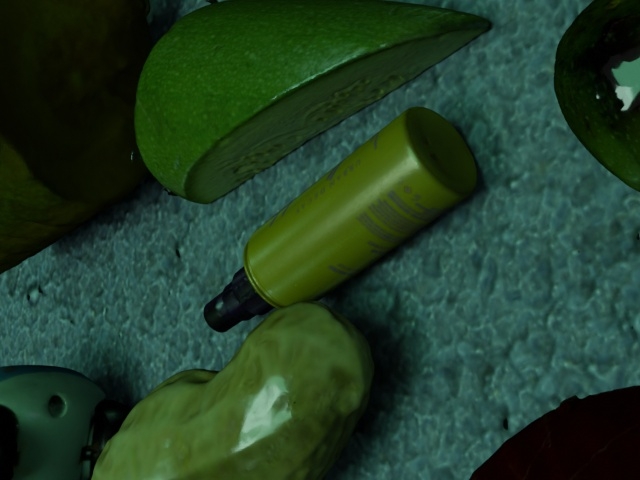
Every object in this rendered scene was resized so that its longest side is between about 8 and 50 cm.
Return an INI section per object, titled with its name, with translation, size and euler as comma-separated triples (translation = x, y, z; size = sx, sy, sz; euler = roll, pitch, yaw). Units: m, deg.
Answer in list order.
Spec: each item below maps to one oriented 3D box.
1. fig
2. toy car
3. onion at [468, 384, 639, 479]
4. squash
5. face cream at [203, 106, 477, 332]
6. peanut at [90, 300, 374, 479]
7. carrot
[fig]
translation = 0.218, -0.080, 0.670
size = 0.123, 0.123, 0.156
euler = -20, 113, 40
[toy car]
translation = -0.305, 0.232, 1.058
size = 0.190, 0.188, 0.255
euler = 27, 108, 46
[onion]
translation = 0.190, 0.212, 0.579
size = 0.276, 0.276, 0.276
euler = -3, 86, 42
[squash]
translation = -0.028, -0.103, 0.878
size = 0.288, 0.111, 0.203
euler = 18, 101, 40
[face cream]
translation = 0.000, 0.000, 0.866
size = 0.273, 0.078, 0.078
euler = -37, 64, 35
[peanut]
translation = -0.071, 0.159, 0.885
size = 0.305, 0.147, 0.147
euler = -33, 67, 35
[carrot]
translation = -0.310, -0.104, 1.046
size = 0.340, 0.241, 0.242
euler = -24, 72, 38
